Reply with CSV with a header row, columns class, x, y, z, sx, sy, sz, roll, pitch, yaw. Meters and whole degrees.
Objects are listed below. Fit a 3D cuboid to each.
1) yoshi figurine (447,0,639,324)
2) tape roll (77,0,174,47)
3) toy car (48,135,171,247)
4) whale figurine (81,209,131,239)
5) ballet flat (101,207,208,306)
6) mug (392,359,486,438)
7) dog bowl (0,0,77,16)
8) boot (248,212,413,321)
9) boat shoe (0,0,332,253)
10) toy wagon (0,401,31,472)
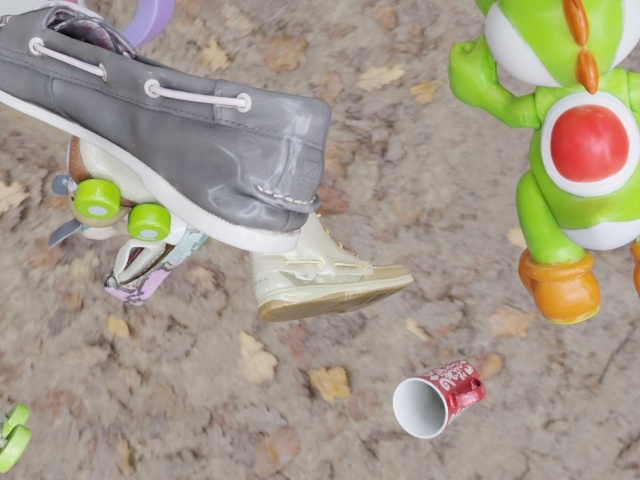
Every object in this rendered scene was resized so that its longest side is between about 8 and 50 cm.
class,x,y,z,sx,sy,sz,roll,pitch,yaw
yoshi figurine,0.210,-0.126,0.855,0.204,0.203,0.362,-31,118,-25
tape roll,-0.323,-0.379,1.585,0.189,0.080,0.188,4,110,11
toy car,-0.280,-0.068,1.278,0.149,0.188,0.155,28,52,-42
whale figurine,-0.285,-0.087,1.684,0.216,0.272,0.141,-21,89,-49
ballet flat,-0.221,0.005,1.413,0.079,0.076,0.221,21,122,-44
mug,0.239,0.293,1.930,0.150,0.169,0.113,18,109,30
dog bowl,-0.425,-0.404,1.264,0.150,0.408,0.407,-14,99,-38
boot,0.000,0.000,1.445,0.262,0.095,0.203,-6,69,-36
boat shoe,-0.124,-0.104,0.683,0.335,0.112,0.095,31,106,30
toy wagon,-0.474,0.162,1.236,0.267,0.344,0.068,37,83,-15
